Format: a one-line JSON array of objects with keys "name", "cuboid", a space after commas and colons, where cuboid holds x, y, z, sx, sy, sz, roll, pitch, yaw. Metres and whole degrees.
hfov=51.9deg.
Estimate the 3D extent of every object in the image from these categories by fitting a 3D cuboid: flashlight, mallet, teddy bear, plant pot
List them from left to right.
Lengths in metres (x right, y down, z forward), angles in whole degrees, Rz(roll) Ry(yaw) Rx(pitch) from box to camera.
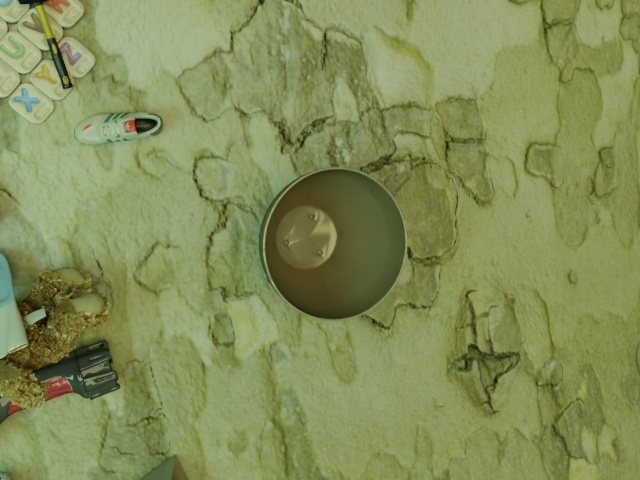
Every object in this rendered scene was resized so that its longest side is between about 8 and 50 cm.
[{"name": "teddy bear", "cuboid": [-0.506, 0.178, 1.105, 0.338, 0.245, 0.113, -55, 153, -28]}, {"name": "flashlight", "cuboid": [-0.518, 0.285, 1.175, 0.304, 0.103, 0.103, -16, 126, -19]}, {"name": "mallet", "cuboid": [-0.467, -0.365, 1.155, 0.062, 0.039, 0.189, -28, 110, -19]}, {"name": "plant pot", "cuboid": [-0.306, 0.503, 1.269, 0.096, 0.109, 0.108, -23, 102, -5]}, {"name": "plant pot", "cuboid": [0.000, 0.000, 1.288, 0.284, 0.191, 0.283, -2, 96, -20]}]

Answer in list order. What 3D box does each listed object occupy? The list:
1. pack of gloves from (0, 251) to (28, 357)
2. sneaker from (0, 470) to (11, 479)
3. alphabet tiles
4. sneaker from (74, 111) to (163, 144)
[{"name": "pack of gloves", "cuboid": [-0.599, 0.113, 1.068, 0.195, 0.232, 0.046, -24, 144, -12]}, {"name": "sneaker", "cuboid": [-0.534, 0.529, 1.192, 0.153, 0.094, 0.234, 6, 93, -22]}, {"name": "alphabet tiles", "cuboid": [-0.557, -0.352, 1.149, 0.278, 0.021, 0.284, 41, 81, -18]}, {"name": "sneaker", "cuboid": [-0.366, -0.209, 1.200, 0.162, 0.075, 0.057, -10, 98, -19]}]
